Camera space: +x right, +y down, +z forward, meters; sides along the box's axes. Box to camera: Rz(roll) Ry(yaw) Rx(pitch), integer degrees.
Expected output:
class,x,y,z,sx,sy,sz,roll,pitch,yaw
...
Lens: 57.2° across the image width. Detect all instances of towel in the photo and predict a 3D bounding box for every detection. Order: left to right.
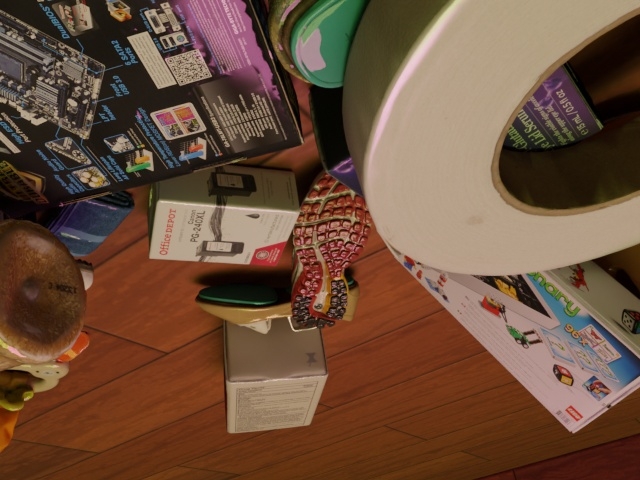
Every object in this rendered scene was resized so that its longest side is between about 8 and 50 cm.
class,x,y,z,sx,sy,sz,roll,pitch,yaw
towel,-0.264,-0.019,0.655,0.067,0.029,0.119,22,135,-39

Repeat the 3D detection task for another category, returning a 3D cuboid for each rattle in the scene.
class,x,y,z,sx,sy,sz,roll,pitch,yaw
rattle,-0.442,0.226,0.879,0.199,0.143,0.130,-16,128,20

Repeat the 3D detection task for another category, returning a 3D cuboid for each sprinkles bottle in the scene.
class,x,y,z,sx,sy,sz,roll,pitch,yaw
sprinkles bottle,-0.385,0.087,0.512,0.355,0.121,0.121,-17,146,15

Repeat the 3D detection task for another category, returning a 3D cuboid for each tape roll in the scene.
class,x,y,z,sx,sy,sz,roll,pitch,yaw
tape roll,0.208,-0.105,0.418,0.392,0.072,0.392,-10,147,-6

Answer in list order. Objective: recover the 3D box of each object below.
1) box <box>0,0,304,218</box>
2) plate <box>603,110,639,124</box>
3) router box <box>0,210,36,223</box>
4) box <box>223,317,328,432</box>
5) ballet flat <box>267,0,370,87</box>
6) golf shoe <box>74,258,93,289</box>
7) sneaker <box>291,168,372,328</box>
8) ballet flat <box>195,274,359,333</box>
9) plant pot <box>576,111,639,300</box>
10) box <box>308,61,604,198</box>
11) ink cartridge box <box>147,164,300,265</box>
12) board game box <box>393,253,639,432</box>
class,x,y,z,sx,sy,sz,roll,pitch,yaw
box,-0.190,-0.154,0.436,0.293,0.073,0.295,-13,144,8
plate,0.345,-0.094,0.708,0.188,0.024,0.188,-7,147,-5
router box,-0.468,0.000,0.532,0.309,0.081,0.243,-13,162,5
box,-0.082,0.210,0.951,0.148,0.127,0.232,-2,145,-11
ballet flat,0.115,-0.223,0.380,0.348,0.123,0.123,-25,144,16
golf shoe,-0.302,0.072,0.588,0.186,0.086,0.067,-20,161,16
sneaker,0.000,0.000,0.710,0.088,0.093,0.225,6,127,-13
ballet flat,-0.056,0.097,0.823,0.232,0.080,0.073,-4,107,-10
plant pot,0.390,0.018,0.681,0.291,0.203,0.291,-8,147,-5
box,0.117,-0.119,0.536,0.207,0.108,0.153,-32,141,29
ink cartridge box,-0.112,-0.028,0.651,0.150,0.063,0.109,3,144,-19
board game box,0.215,0.056,0.661,0.053,0.305,0.193,-32,154,-24
